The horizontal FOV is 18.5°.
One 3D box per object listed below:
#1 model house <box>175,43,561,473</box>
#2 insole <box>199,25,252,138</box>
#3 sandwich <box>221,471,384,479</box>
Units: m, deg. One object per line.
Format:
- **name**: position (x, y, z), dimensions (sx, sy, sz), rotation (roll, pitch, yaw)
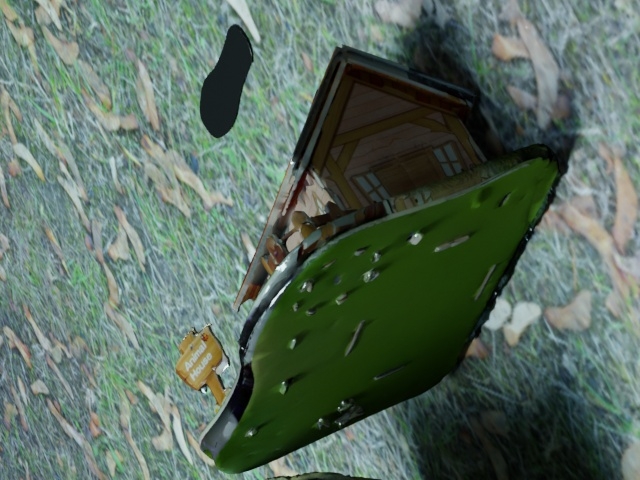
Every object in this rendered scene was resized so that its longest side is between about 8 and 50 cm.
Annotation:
- **model house**: position (0.001, -0.001, 1.244), dimensions (0.154, 0.207, 0.294), rotation (59, 152, 22)
- **insole**: position (-0.073, -0.120, 1.507), dimensions (0.045, 0.002, 0.135), rotation (56, 152, 18)
- **sandwich**: position (0.035, 0.210, 1.315), dimensions (0.273, 0.249, 0.095), rotation (-15, 70, 63)
